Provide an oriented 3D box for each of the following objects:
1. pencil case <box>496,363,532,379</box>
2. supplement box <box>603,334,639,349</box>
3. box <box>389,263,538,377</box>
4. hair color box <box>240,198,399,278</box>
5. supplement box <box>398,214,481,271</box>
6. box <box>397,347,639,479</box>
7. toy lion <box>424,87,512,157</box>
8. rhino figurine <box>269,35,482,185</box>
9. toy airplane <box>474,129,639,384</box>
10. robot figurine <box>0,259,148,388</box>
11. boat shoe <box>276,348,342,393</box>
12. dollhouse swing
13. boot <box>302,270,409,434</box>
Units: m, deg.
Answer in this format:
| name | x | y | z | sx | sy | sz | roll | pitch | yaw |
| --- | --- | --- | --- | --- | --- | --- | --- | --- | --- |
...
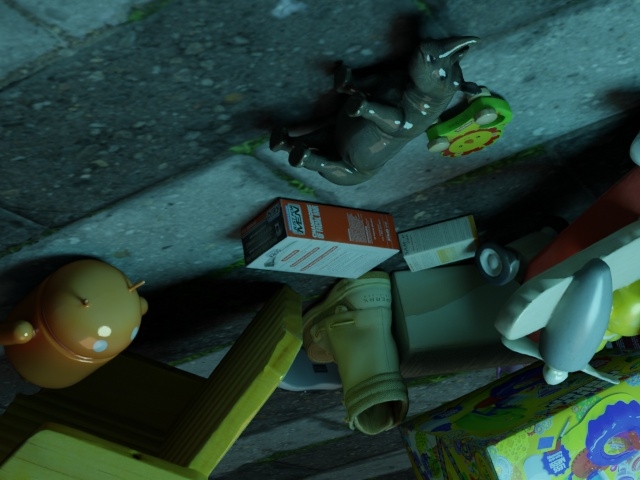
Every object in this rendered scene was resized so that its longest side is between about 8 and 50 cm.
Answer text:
| name | x | y | z | sx | sy | sz | roll | pitch | yaw |
| --- | --- | --- | --- | --- | --- | --- | --- | --- | --- |
| pencil case | 0.449 | 0.245 | 1.961 | 0.284 | 0.124 | 0.124 | 13 | 147 | -41 |
| supplement box | 0.542 | 0.123 | 1.710 | 0.073 | 0.130 | 0.239 | 3 | 154 | -28 |
| box | 0.249 | 0.111 | 1.566 | 0.311 | 0.121 | 0.148 | -5 | 156 | -14 |
| hair color box | 0.000 | 0.000 | 1.295 | 0.167 | 0.053 | 0.093 | 6 | 153 | -37 |
| supplement box | 0.155 | 0.004 | 1.391 | 0.099 | 0.036 | 0.062 | -15 | 156 | 9 |
| box | 0.301 | 0.272 | 1.383 | 0.290 | 0.177 | 0.279 | -22 | -177 | -18 |
| toy lion | 0.160 | -0.117 | 1.131 | 0.100 | 0.034 | 0.096 | -30 | 157 | 37 |
| rhino figurine | 0.063 | -0.126 | 1.013 | 0.106 | 0.073 | 0.243 | 13 | 146 | -36 |
| toy airplane | 0.378 | 0.023 | 1.229 | 0.386 | 0.272 | 0.384 | -32 | 164 | 6 |
| robot figurine | -0.301 | 0.102 | 1.301 | 0.158 | 0.128 | 0.219 | 30 | 138 | -26 |
| boat shoe | -0.044 | 0.211 | 1.736 | 0.076 | 0.080 | 0.229 | -27 | 159 | 29 |
| dollhouse swing | -0.222 | 0.173 | 1.377 | 0.315 | 0.304 | 0.347 | 21 | -169 | -5 |
| boot | 0.048 | 0.182 | 1.536 | 0.095 | 0.203 | 0.262 | 0 | 154 | -22 |
